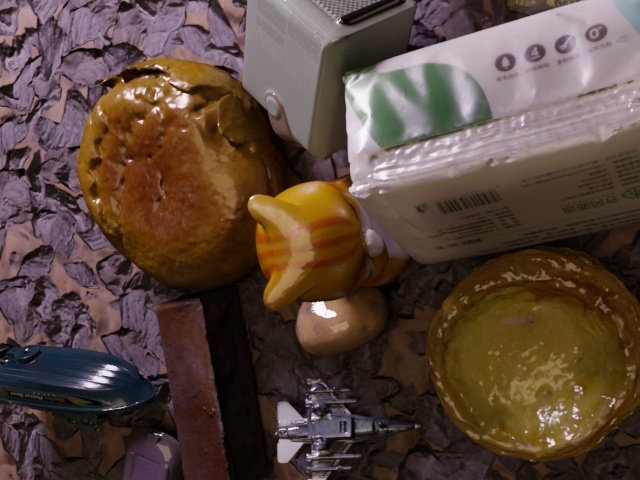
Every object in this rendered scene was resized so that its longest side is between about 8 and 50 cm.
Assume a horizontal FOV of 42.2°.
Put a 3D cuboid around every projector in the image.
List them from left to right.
[{"bbox_3d":[0.003,-0.240,1.079,0.177,0.163,0.242,46,151,26],"label":"projector"}]

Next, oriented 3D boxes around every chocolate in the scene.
[{"bbox_3d":[-0.173,0.238,1.301,0.112,0.112,0.321,-7,96,31],"label":"chocolate"}]

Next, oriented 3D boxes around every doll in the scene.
[{"bbox_3d":[0.019,-0.006,1.093,0.162,0.270,0.166,-20,87,20],"label":"doll"}]

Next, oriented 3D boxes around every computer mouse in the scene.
[{"bbox_3d":[-0.284,0.419,1.398,0.120,0.057,0.232,16,106,20],"label":"computer mouse"}]

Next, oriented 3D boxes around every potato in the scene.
[{"bbox_3d":[0.028,0.110,1.199,0.147,0.112,0.112,-19,90,18],"label":"potato"}]

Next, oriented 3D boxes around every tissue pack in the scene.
[{"bbox_3d":[0.232,-0.114,0.979,0.357,0.266,0.193,-13,63,23],"label":"tissue pack"}]

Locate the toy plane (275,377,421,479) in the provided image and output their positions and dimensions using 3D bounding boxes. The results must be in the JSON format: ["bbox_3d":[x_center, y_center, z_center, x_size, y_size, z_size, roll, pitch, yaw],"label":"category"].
[{"bbox_3d":[0.027,0.280,1.239,0.234,0.082,0.159,-10,68,23],"label":"toy plane"}]

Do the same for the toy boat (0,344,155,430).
[{"bbox_3d":[-0.406,0.246,1.392,0.296,0.114,0.122,5,120,21],"label":"toy boat"}]

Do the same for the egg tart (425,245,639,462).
[{"bbox_3d":[0.284,0.141,1.088,0.294,0.123,0.293,4,103,19],"label":"egg tart"}]

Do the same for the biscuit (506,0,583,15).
[{"bbox_3d":[0.360,-0.338,1.026,0.266,0.040,0.188,-13,93,25],"label":"biscuit"}]

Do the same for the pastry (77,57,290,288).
[{"bbox_3d":[-0.205,-0.094,1.231,0.356,0.164,0.355,4,101,20],"label":"pastry"}]
